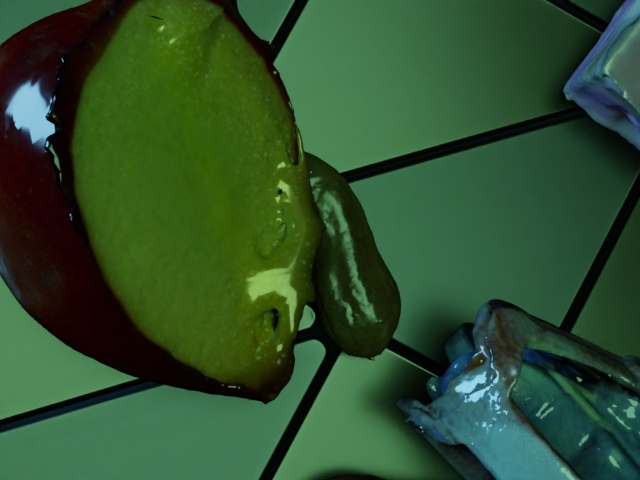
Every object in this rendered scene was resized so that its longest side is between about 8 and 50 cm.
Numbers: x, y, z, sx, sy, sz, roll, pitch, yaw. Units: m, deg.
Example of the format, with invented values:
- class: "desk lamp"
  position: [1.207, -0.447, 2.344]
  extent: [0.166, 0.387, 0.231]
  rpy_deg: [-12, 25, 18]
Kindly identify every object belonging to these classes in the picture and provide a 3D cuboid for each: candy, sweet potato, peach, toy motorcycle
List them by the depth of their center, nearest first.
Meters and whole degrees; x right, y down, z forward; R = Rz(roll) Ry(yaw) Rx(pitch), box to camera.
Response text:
- class: "peach"
  position: [-0.147, -0.029, 1.119]
  extent: [0.258, 0.201, 0.361]
  rpy_deg: [-34, 106, -38]
- class: "toy motorcycle"
  position: [0.211, 0.203, 1.140]
  extent: [0.319, 0.182, 0.241]
  rpy_deg: [38, 42, -3]
- class: "sweet potato"
  position: [0.004, -0.004, 1.203]
  extent: [0.081, 0.062, 0.233]
  rpy_deg: [-29, 88, -7]
- class: "candy"
  position: [0.356, -0.195, 1.233]
  extent: [0.155, 0.116, 0.265]
  rpy_deg: [36, 82, -5]

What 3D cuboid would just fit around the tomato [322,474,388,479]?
- class: "tomato"
  position: [0.068, 0.291, 1.148]
  extent: [0.214, 0.155, 0.180]
  rpy_deg: [8, 81, -6]
